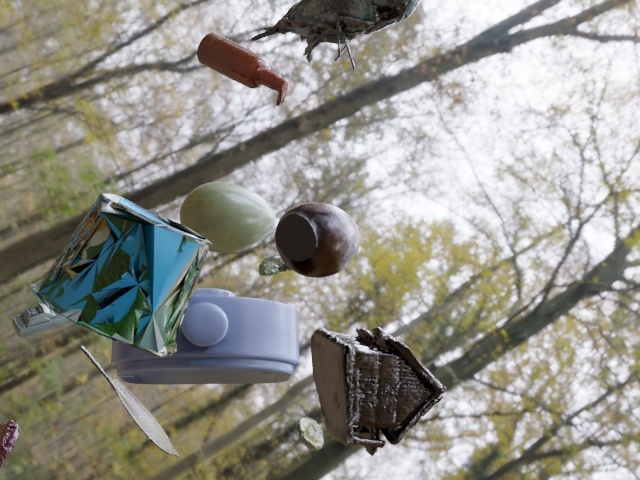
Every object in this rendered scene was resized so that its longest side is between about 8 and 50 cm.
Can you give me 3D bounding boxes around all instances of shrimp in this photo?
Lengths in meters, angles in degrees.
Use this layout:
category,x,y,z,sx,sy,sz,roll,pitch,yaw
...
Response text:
category,x,y,z,sx,sy,sz,roll,pitch,yaw
shrimp,0.026,-0.427,1.644,0.372,0.172,0.137,-21,-43,31

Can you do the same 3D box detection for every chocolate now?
category,x,y,z,sx,sy,sz,roll,pitch,yaw
chocolate,0.000,0.000,1.680,0.177,0.177,0.176,47,-26,32

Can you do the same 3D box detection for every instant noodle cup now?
category,x,y,z,sx,sy,sz,roll,pitch,yaw
instant noodle cup,-0.283,0.043,1.234,0.240,0.178,0.240,26,0,0

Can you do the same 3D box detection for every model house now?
category,x,y,z,sx,sy,sz,roll,pitch,yaw
model house,0.148,0.379,2.157,0.317,0.283,0.297,-173,-95,-70

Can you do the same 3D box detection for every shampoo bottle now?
category,x,y,z,sx,sy,sz,roll,pitch,yaw
shampoo bottle,-0.176,-0.402,1.921,0.244,0.085,0.085,33,-32,22

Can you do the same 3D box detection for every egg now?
category,x,y,z,sx,sy,sz,roll,pitch,yaw
egg,-0.284,-0.069,2.546,0.218,0.296,0.218,-174,-90,-82

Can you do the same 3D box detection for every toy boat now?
category,x,y,z,sx,sy,sz,roll,pitch,yaw
toy boat,-0.736,0.199,2.338,0.078,0.261,0.085,47,-40,30

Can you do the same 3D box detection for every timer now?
category,x,y,z,sx,sy,sz,roll,pitch,yaw
timer,-0.222,0.183,1.620,0.395,0.395,0.173,139,-46,-67

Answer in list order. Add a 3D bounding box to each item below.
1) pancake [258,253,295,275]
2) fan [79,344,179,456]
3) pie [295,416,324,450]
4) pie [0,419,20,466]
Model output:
category,x,y,z,sx,sy,sz,roll,pitch,yaw
pancake,-0.026,0.034,1.924,0.253,0.254,0.037,6,-66,64
fan,-0.422,0.358,1.828,0.335,0.011,0.229,53,-9,-11
pie,-0.023,0.440,1.882,0.020,0.084,0.084,-42,-106,26
pie,-0.711,0.456,1.791,0.036,0.154,0.154,45,-15,-23
